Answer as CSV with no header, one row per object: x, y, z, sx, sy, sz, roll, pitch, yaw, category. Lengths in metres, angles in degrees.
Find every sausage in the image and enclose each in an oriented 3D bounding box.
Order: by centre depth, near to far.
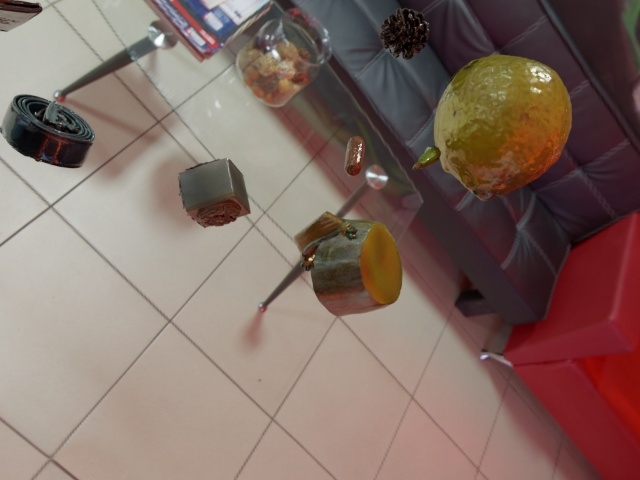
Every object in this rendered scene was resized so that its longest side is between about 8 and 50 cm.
0.134,-0.330,2.155,0.076,0.076,0.197,34,46,-25,sausage

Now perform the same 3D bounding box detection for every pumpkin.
0.139,0.089,1.790,0.332,0.199,0.332,-1,91,-57,pumpkin

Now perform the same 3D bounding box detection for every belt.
-0.689,-0.287,1.401,0.206,0.116,0.267,19,21,-41,belt

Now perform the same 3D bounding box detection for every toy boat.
0.000,0.000,1.211,0.088,0.229,0.089,50,55,-4,toy boat

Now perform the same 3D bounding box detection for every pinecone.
0.229,-0.572,1.526,0.121,0.140,0.140,-4,78,-41,pinecone

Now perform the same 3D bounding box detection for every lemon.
0.468,-0.293,1.440,0.350,0.350,0.387,20,77,-33,lemon

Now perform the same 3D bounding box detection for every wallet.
-0.776,-0.539,1.313,0.137,0.255,0.031,-8,102,-43,wallet

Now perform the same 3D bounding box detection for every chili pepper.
0.267,-0.205,1.347,0.208,0.049,0.043,-40,133,-65,chili pepper

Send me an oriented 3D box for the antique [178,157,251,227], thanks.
-0.287,-0.121,1.502,0.147,0.152,0.148,51,23,-71,antique
